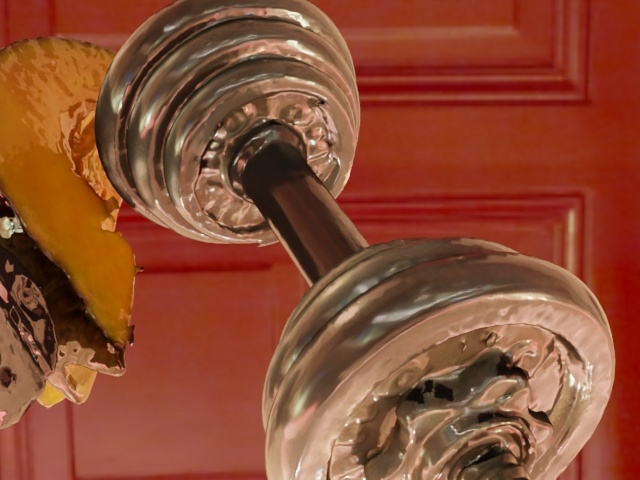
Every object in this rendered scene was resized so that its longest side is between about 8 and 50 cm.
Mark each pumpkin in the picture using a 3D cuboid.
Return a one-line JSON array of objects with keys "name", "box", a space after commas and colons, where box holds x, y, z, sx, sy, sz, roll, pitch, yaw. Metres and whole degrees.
[{"name": "pumpkin", "box": [-0.188, -0.018, 0.762, 0.149, 0.254, 0.130, 33, 129, -28]}]

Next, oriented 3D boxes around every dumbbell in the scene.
[{"name": "dumbbell", "box": [0.000, 0.000, 0.658, 0.179, 0.179, 0.406, -5, -142, -27]}]

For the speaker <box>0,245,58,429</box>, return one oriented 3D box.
[{"name": "speaker", "box": [-0.331, 0.089, 0.625, 0.329, 0.198, 0.259, -14, 180, 28]}]
